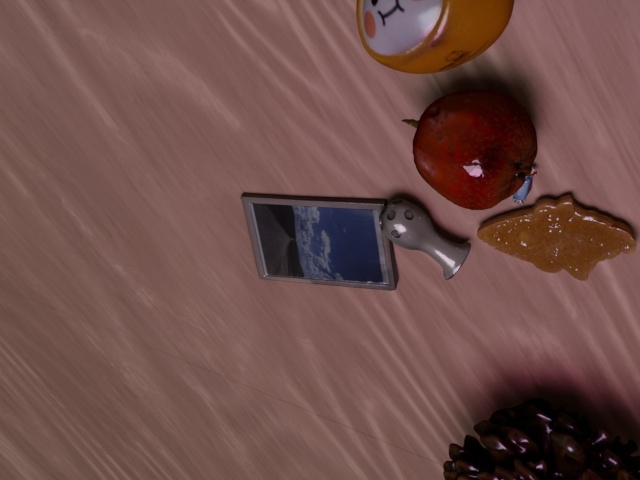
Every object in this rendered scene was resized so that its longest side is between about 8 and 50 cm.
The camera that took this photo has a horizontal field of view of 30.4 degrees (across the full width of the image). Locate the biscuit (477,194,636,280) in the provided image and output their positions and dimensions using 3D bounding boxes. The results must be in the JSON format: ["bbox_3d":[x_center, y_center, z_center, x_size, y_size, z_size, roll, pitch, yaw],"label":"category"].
[{"bbox_3d":[0.373,-0.007,1.869,0.250,0.035,0.162,4,127,16],"label":"biscuit"}]

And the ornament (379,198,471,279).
[{"bbox_3d":[0.164,-0.008,1.922,0.156,0.081,0.075,33,100,-14],"label":"ornament"}]

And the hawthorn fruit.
[{"bbox_3d":[0.211,-0.140,1.721,0.200,0.179,0.179,22,137,24],"label":"hawthorn fruit"}]

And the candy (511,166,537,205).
[{"bbox_3d":[0.317,-0.085,1.827,0.030,0.020,0.083,20,139,14],"label":"candy"}]

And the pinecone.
[{"bbox_3d":[0.417,0.464,2.048,0.397,0.398,0.398,11,133,11],"label":"pinecone"}]

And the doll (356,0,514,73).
[{"bbox_3d":[0.144,-0.344,1.565,0.213,0.213,0.236,-24,76,35],"label":"doll"}]

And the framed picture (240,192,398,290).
[{"bbox_3d":[0.000,0.000,2.027,0.259,0.023,0.189,4,129,18],"label":"framed picture"}]
